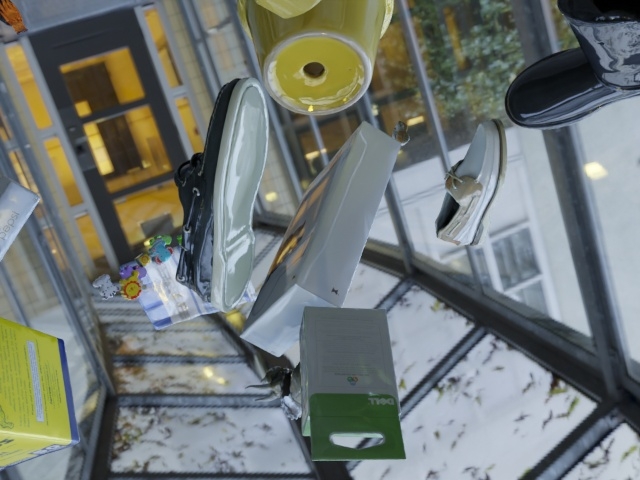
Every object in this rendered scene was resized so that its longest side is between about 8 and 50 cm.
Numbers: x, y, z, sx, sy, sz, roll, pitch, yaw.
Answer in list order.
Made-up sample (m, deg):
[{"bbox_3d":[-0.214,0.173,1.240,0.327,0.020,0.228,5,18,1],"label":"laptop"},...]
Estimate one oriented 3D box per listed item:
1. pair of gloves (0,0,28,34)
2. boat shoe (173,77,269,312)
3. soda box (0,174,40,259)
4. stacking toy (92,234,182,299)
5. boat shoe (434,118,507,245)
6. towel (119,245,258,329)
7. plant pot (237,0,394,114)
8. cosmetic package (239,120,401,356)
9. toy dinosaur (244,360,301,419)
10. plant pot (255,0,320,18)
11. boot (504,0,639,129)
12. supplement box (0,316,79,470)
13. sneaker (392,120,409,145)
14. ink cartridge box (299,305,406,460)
[{"bbox_3d":[-0.543,-0.371,1.165,0.083,0.074,0.010,-33,-177,-34],"label":"pair of gloves"},{"bbox_3d":[-0.149,-0.065,0.961,0.113,0.340,0.127,19,-146,18],"label":"boat shoe"},{"bbox_3d":[-0.651,-0.018,1.382,0.074,0.069,0.216,23,-99,50],"label":"soda box"},{"bbox_3d":[-0.367,0.050,1.490,0.221,0.052,0.167,-43,-158,-33],"label":"stacking toy"},{"bbox_3d":[0.317,-0.115,1.480,0.103,0.302,0.113,1,-147,-6],"label":"boat shoe"},{"bbox_3d":[-0.317,0.104,1.702,0.285,0.209,0.034,-17,-150,6],"label":"towel"},{"bbox_3d":[-0.008,-0.337,1.087,0.254,0.254,0.239,-14,-128,18],"label":"plant pot"},{"bbox_3d":[0.000,0.000,1.297,0.284,0.097,0.377,-42,-159,54],"label":"cosmetic package"},{"bbox_3d":[0.002,0.214,1.115,0.160,0.121,0.313,-42,179,-24],"label":"toy dinosaur"},{"bbox_3d":[-0.040,-0.315,0.822,0.081,0.081,0.083,18,133,-39],"label":"plant pot"},{"bbox_3d":[0.458,-0.318,1.175,0.367,0.146,0.445,-17,174,24],"label":"boot"},{"bbox_3d":[-0.558,0.233,1.053,0.194,0.195,0.356,-21,156,7],"label":"supplement box"},{"bbox_3d":[0.176,-0.229,1.548,0.037,0.032,0.083,-56,-165,38],"label":"sneaker"},{"bbox_3d":[0.033,0.180,0.843,0.109,0.062,0.209,3,-133,-8],"label":"ink cartridge box"}]
